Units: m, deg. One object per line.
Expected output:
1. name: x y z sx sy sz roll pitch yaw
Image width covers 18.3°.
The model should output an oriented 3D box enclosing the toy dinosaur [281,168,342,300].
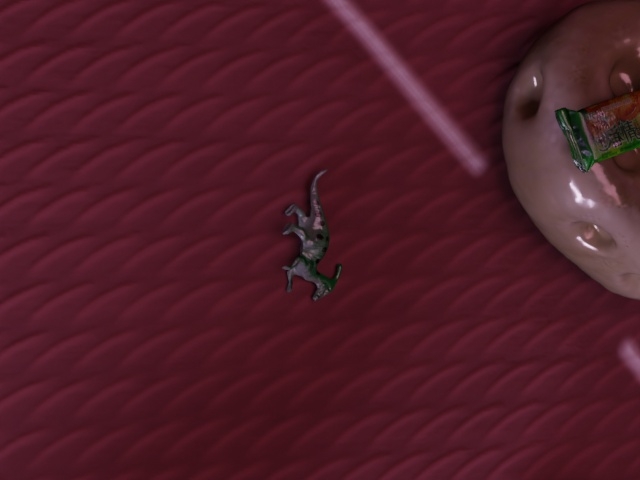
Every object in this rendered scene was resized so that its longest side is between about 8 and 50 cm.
1. toy dinosaur: 0.000 0.000 1.365 0.062 0.021 0.083 42 77 -28

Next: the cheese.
1. cheese: 0.242 -0.070 1.430 0.218 0.117 0.235 -34 103 -23

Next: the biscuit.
1. biscuit: 0.204 -0.079 1.340 0.089 0.016 0.046 -19 90 -25
